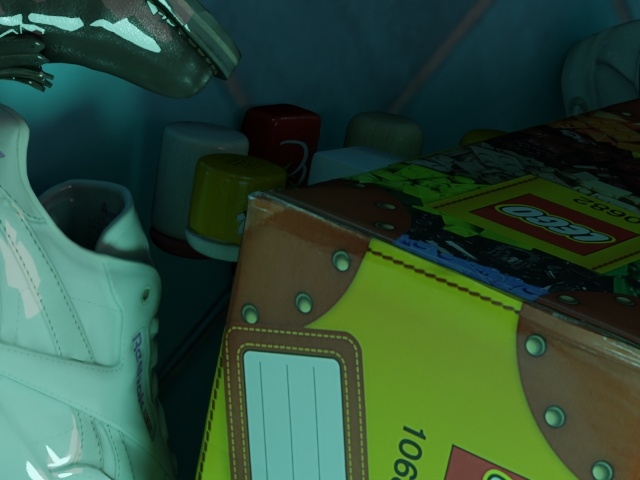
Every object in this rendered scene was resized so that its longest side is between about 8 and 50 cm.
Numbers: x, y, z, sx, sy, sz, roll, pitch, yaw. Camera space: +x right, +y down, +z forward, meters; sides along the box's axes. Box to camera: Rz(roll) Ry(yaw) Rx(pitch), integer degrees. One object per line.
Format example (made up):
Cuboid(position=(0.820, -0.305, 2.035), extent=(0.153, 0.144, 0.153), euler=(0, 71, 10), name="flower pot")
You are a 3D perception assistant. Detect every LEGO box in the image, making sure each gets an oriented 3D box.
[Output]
Cuboid(position=(0.098, 0.207, 0.922), extent=(0.372, 0.193, 0.500), euler=(-18, 125, -54), name="LEGO box")

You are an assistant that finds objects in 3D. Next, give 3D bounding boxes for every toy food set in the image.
Cuboid(position=(0.000, 0.000, 0.925), extent=(0.232, 0.111, 0.104), euler=(-12, 117, -54), name="toy food set")

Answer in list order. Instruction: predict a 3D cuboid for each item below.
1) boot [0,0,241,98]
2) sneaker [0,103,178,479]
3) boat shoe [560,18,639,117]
Cuboid(position=(-0.181, -0.029, 0.694), extent=(0.263, 0.091, 0.229), euler=(21, 90, -16), name="boot")
Cuboid(position=(-0.101, 0.069, 0.845), extent=(0.152, 0.114, 0.305), euler=(-50, 137, -18), name="sneaker")
Cuboid(position=(0.210, 0.048, 1.145), extent=(0.136, 0.156, 0.367), euler=(-30, 109, -37), name="boat shoe")
